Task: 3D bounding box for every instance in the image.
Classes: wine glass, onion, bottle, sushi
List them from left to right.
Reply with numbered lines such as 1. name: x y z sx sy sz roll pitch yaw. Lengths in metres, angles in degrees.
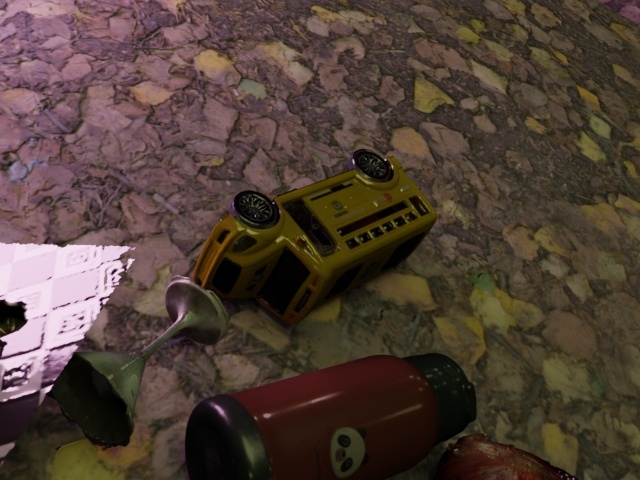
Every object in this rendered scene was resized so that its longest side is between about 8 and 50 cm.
1. sushi: -0.337 0.116 0.734 0.263 0.050 0.290 0 43 18
2. wine glass: -0.191 0.120 0.809 0.122 0.122 0.183 38 42 7
3. bottle: 0.030 0.209 0.827 0.336 0.144 0.144 -8 56 -35
4. onion: 0.210 0.308 0.843 0.183 0.147 0.184 12 4 -1

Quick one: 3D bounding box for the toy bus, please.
1. toy bus: 0.000 0.000 0.990 0.331 0.145 0.151 -24 67 -41
